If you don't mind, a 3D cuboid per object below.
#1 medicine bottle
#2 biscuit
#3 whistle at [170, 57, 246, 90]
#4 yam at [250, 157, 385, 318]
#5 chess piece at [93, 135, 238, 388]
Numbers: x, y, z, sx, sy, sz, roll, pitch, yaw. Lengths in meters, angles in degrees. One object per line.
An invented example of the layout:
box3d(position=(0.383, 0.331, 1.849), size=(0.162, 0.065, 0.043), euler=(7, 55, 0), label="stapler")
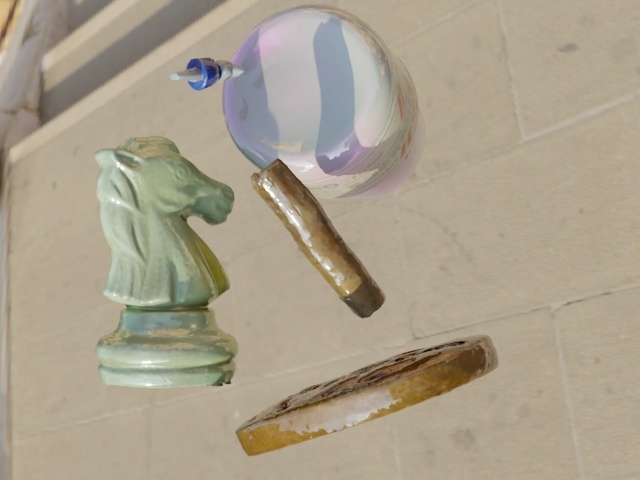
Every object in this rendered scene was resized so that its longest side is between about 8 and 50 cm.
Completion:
box3d(position=(0.021, -0.179, 1.316), size=(0.241, 0.302, 0.241), euler=(-3, 82, 20), label="medicine bottle")
box3d(position=(0.066, 0.190, 1.187), size=(0.367, 0.314, 0.063), euler=(-28, 81, 40), label="biscuit")
box3d(position=(-0.103, -0.154, 0.845), size=(0.033, 0.083, 0.029), euler=(5, 106, 37), label="whistle")
box3d(position=(0.000, 0.000, 1.112), size=(0.057, 0.241, 0.057), euler=(-31, 24, 16), label="yam")
box3d(position=(-0.185, 0.023, 1.111), size=(0.176, 0.176, 0.298), euler=(0, 92, 44), label="chess piece")
